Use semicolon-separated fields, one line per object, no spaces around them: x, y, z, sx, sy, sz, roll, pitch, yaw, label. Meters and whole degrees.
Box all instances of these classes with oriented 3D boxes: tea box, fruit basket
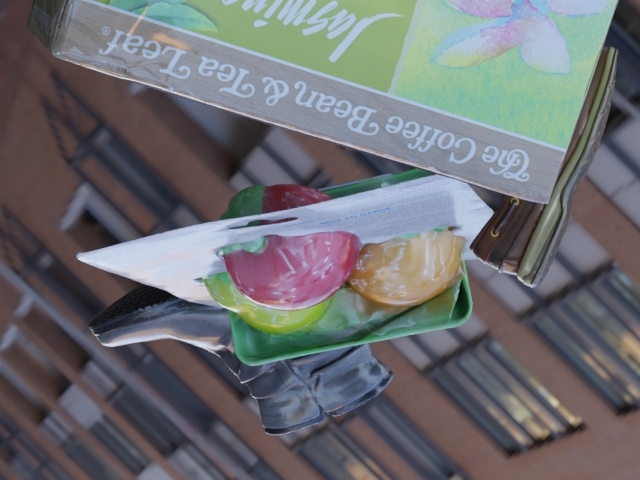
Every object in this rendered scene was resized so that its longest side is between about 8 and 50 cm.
0.017;-0.230;0.955;0.220;0.329;0.323;-140;-114;-71;tea box
0.000;0.000;1.332;0.327;0.165;0.353;-12;161;15;fruit basket

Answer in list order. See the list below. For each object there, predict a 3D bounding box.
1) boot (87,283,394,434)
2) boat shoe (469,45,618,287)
-0.101;0.138;1.760;0.338;0.222;0.118;-14;-161;27;boot
0.158;-0.058;1.033;0.064;0.060;0.178;32;81;-77;boat shoe
